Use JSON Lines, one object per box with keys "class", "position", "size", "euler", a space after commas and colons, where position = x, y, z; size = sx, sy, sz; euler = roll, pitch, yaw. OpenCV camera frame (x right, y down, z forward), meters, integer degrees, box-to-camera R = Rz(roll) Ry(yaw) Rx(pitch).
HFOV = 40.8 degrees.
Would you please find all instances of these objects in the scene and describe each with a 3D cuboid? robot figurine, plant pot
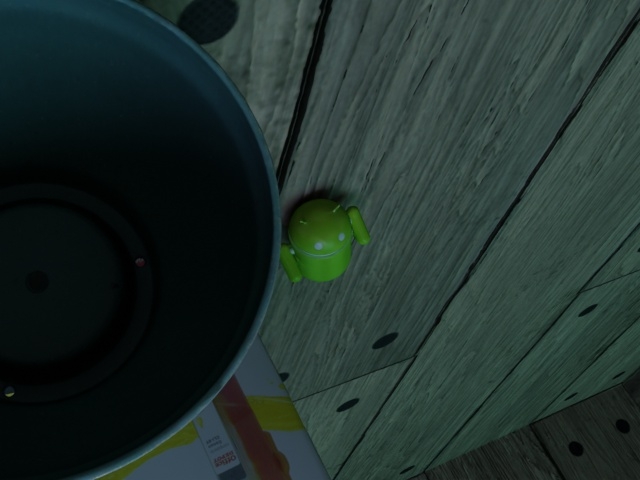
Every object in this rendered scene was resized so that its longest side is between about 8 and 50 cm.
{"class": "robot figurine", "position": [0.000, 0.000, 0.918], "size": [0.101, 0.067, 0.115], "euler": [-26, 153, -13]}
{"class": "plant pot", "position": [-0.185, 0.011, 0.544], "size": [0.293, 0.293, 0.196], "euler": [-20, 169, -18]}

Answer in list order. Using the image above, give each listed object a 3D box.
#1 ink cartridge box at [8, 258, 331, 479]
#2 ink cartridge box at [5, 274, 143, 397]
{"class": "ink cartridge box", "position": [-0.163, 0.196, 0.741], "size": [0.279, 0.385, 0.160], "euler": [-17, 152, -24]}
{"class": "ink cartridge box", "position": [-0.238, 0.052, 0.678], "size": [0.175, 0.127, 0.072], "euler": [-10, 150, -18]}
